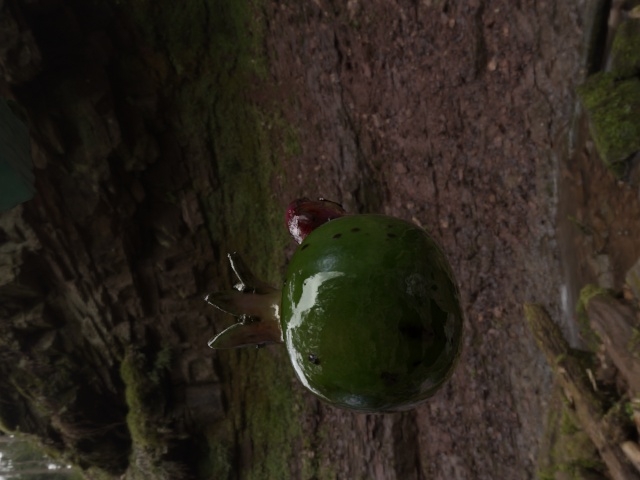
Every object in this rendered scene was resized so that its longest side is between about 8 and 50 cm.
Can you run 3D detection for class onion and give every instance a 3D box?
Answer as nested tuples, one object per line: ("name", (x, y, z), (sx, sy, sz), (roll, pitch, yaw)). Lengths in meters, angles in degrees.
("onion", (0.000, 0.000, 0.891), (0.150, 0.150, 0.140), (-60, -8, -71))

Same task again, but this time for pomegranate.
("pomegranate", (0.013, 0.065, 0.460), (0.181, 0.225, 0.181), (-3, -90, -74))

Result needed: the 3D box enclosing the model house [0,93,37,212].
("model house", (-0.483, -0.127, 0.507), (0.230, 0.281, 0.248), (52, 167, 43))
